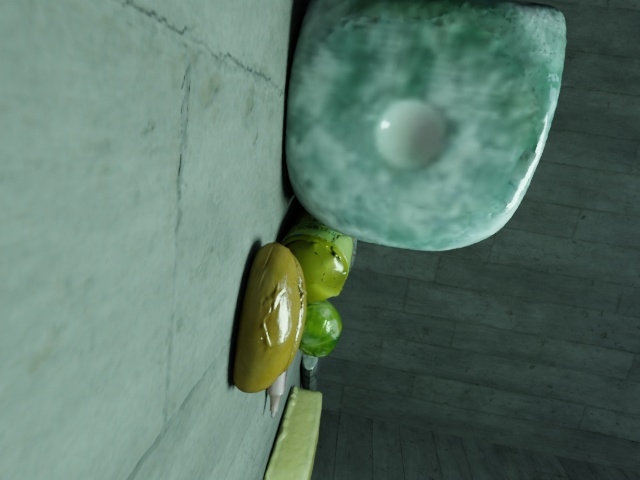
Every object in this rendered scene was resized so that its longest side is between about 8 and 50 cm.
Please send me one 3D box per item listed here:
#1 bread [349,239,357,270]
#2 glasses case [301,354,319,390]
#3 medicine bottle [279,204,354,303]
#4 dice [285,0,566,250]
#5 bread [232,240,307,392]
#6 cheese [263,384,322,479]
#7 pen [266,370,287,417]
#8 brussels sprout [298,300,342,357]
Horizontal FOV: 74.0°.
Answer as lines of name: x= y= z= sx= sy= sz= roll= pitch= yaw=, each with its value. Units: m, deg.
bread: x=0.087 y=-0.103 z=1.476 sx=0.165 sy=0.113 sz=0.416 roll=52 pitch=47 yaw=-63
glasses case: x=-0.038 y=0.483 z=1.583 sx=0.299 sy=0.060 sz=0.114 roll=93 pitch=8 yaw=-55
medicine bottle: x=0.000 y=0.001 z=0.732 sx=0.239 sy=0.124 sz=0.124 roll=-71 pitch=169 yaw=-60
dice: x=0.144 y=-0.203 z=0.668 sx=0.348 sy=0.331 sz=0.327 roll=-68 pitch=167 yaw=-58
bread: x=-0.058 y=0.096 z=0.521 sx=0.114 sy=0.078 sz=0.189 roll=81 pitch=16 yaw=-89
cheese: x=-0.067 y=0.583 z=1.175 sx=0.384 sy=0.104 sz=0.383 roll=9 pitch=90 yaw=-85
pen: x=-0.077 y=0.237 z=0.804 sx=0.053 sy=0.032 sz=0.197 roll=8 pitch=90 yaw=-86
brussels sprout: x=-0.002 y=0.229 z=1.138 sx=0.149 sy=0.122 sz=0.151 roll=-71 pitch=169 yaw=-47
